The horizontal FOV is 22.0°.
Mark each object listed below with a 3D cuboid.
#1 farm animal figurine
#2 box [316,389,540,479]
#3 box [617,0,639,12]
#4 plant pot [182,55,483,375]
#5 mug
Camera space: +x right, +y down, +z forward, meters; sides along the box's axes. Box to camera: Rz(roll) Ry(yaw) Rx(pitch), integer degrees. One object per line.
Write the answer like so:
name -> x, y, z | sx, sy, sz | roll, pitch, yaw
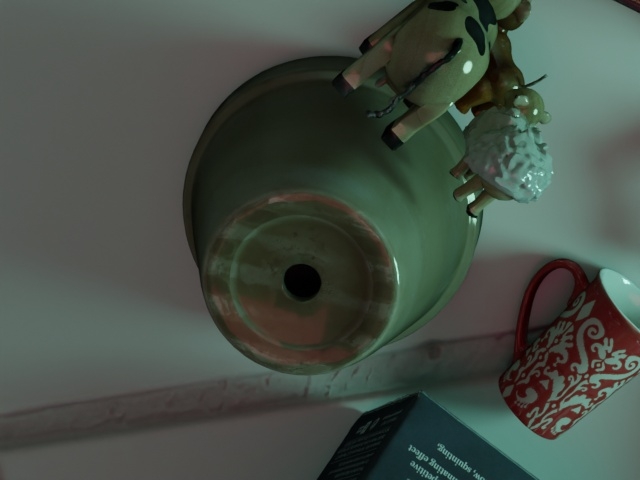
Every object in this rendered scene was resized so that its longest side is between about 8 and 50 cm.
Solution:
farm animal figurine -> 0.109, -0.227, 1.564 | 0.330, 0.327, 0.172 | 38, 122, -24
box -> 0.083, 0.408, 1.725 | 0.293, 0.212, 0.395 | 38, 69, -5
box -> 0.348, -0.286, 1.607 | 0.180, 0.077, 0.147 | 26, 101, 2
plant pot -> 0.000, 0.000, 1.667 | 0.323, 0.280, 0.323 | 2, 109, 6
mug -> 0.275, 0.114, 1.775 | 0.113, 0.150, 0.169 | 23, 119, -39
